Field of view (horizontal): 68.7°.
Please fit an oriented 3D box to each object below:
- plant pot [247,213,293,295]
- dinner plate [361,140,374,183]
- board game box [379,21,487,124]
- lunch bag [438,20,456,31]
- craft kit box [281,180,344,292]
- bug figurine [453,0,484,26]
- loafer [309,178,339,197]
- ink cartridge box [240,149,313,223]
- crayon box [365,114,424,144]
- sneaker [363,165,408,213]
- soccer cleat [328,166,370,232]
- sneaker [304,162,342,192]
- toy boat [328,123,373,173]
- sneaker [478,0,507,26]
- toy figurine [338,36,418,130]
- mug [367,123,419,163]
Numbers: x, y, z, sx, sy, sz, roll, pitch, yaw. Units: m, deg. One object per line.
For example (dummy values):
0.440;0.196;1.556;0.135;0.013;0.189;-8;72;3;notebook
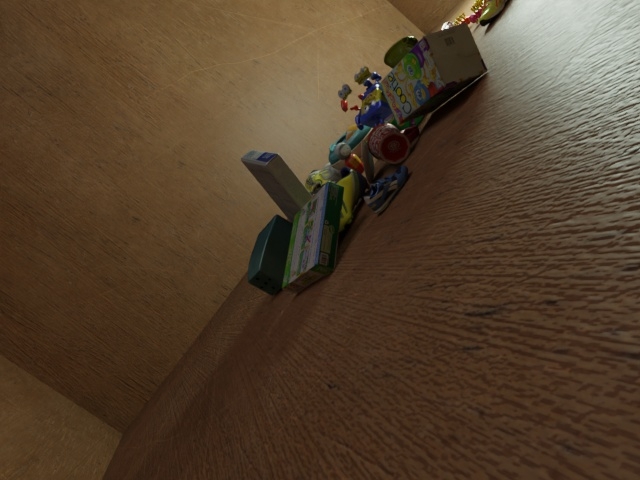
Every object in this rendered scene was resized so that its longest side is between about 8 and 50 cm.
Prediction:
-0.160;0.066;1.700;0.166;0.166;0.234;-43;22;46;plant pot
0.156;-0.253;1.508;0.017;0.141;0.141;-10;24;17;dinner plate
0.303;-0.453;1.306;0.144;0.142;0.275;-24;1;-17;board game box
0.430;-0.683;1.797;0.258;0.120;0.293;-44;12;43;lunch bag
-0.024;-0.002;1.311;0.247;0.061;0.249;-34;42;56;craft kit box
0.619;-0.923;1.958;0.216;0.072;0.279;-36;12;41;bug figurine
-0.021;-0.109;1.740;0.130;0.134;0.366;-56;10;-29;loafer
-0.121;-0.172;1.655;0.071;0.330;0.324;-44;26;-9;ink cartridge box
0.263;-0.403;1.645;0.165;0.081;0.278;-54;9;-12;crayon box
0.163;-0.135;1.155;0.144;0.059;0.053;-53;6;-12;sneaker
0.054;-0.112;1.412;0.093;0.121;0.289;-41;16;50;soccer cleat
-0.010;-0.259;2.267;0.147;0.145;0.385;-54;8;-21;sneaker
0.125;-0.396;1.970;0.267;0.148;0.318;-39;22;24;toy boat
0.604;-0.847;1.653;0.208;0.094;0.081;-56;11;-16;sneaker
0.224;-0.468;1.569;0.363;0.191;0.217;-31;51;45;toy figurine
0.216;-0.300;1.393;0.150;0.113;0.169;-52;12;13;mug
